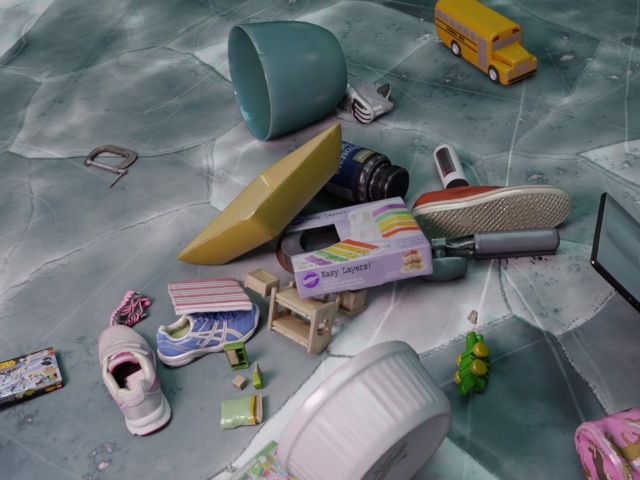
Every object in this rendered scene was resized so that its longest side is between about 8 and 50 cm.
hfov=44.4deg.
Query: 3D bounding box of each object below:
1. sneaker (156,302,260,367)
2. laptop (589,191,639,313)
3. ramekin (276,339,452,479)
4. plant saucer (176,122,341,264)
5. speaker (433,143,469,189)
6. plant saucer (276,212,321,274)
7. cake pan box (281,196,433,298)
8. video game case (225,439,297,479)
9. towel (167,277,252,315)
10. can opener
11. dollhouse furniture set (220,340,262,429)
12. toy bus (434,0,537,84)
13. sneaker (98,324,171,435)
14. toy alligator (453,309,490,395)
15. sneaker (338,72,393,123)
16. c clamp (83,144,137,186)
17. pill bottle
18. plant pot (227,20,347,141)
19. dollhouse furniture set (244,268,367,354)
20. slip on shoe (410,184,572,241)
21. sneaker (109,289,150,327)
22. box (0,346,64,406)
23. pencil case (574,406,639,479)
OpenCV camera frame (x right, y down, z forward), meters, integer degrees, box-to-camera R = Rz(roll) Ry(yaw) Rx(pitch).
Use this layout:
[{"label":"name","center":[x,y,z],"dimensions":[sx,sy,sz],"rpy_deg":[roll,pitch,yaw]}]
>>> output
[{"label":"sneaker","center":[-0.212,0.168,1.491],"dimensions":[0.211,0.081,0.080],"rpy_deg":[-24,41,-16]},{"label":"laptop","center":[0.659,0.045,1.215],"dimensions":[0.408,0.236,0.382],"rpy_deg":[45,28,2]},{"label":"ramekin","center":[0.078,0.288,1.167],"dimensions":[0.273,0.272,0.127],"rpy_deg":[-32,58,-23]},{"label":"plant saucer","center":[-0.111,-0.076,1.648],"dimensions":[0.333,0.081,0.332],"rpy_deg":[-25,21,53]},{"label":"speaker","center":[0.294,-0.157,1.766],"dimensions":[0.055,0.055,0.136],"rpy_deg":[-10,42,2]},{"label":"plant saucer","center":[0.000,0.000,1.668],"dimensions":[0.199,0.036,0.198],"rpy_deg":[-6,42,6]},{"label":"cake pan box","center":[0.060,0.010,1.524],"dimensions":[0.267,0.070,0.245],"rpy_deg":[-11,24,-2]},{"label":"video game case","center":[-0.088,0.432,1.211],"dimensions":[0.212,0.023,0.193],"rpy_deg":[-37,48,-27]},{"label":"towel","center":[-0.217,0.111,1.517],"dimensions":[0.144,0.029,0.197],"rpy_deg":[-4,12,-15]},{"label":"can opener","center":[0.327,0.033,1.551],"dimensions":[0.284,0.076,0.095],"rpy_deg":[-4,74,8]},{"label":"dollhouse furniture set","center":[-0.144,0.256,1.394],"dimensions":[0.076,0.058,0.151],"rpy_deg":[-9,41,3]},{"label":"toy bus","center":[0.442,-0.545,2.110],"dimensions":[0.108,0.130,0.332],"rpy_deg":[-24,43,-14]},{"label":"sneaker","center":[-0.348,0.228,1.430],"dimensions":[0.103,0.111,0.252],"rpy_deg":[-26,43,-16]},{"label":"toy alligator","center":[0.275,0.202,1.373],"dimensions":[0.051,0.056,0.189],"rpy_deg":[34,43,-13]},{"label":"sneaker","center":[0.114,-0.394,2.061],"dimensions":[0.132,0.086,0.228],"rpy_deg":[-22,52,-19]},{"label":"c clamp","center":[-0.550,-0.204,2.027],"dimensions":[0.161,0.022,0.137],"rpy_deg":[21,50,31]},{"label":"pill bottle","center":[0.083,-0.148,1.750],"dimensions":[0.219,0.122,0.123],"rpy_deg":[23,51,33]},{"label":"plant pot","center":[-0.073,-0.419,1.980],"dimensions":[0.235,0.293,0.293],"rpy_deg":[-17,41,-19]},{"label":"dollhouse furniture set","center":[-0.030,0.123,1.522],"dimensions":[0.182,0.101,0.161],"rpy_deg":[25,28,35]},{"label":"slip on shoe","center":[0.345,-0.070,1.616],"dimensions":[0.332,0.123,0.101],"rpy_deg":[-6,37,12]},{"label":"sneaker","center":[-0.382,0.151,1.581],"dimensions":[0.057,0.047,0.119],"rpy_deg":[13,47,9]},{"label":"box","center":[-0.567,0.261,1.491],"dimensions":[0.137,0.027,0.094],"rpy_deg":[-16,41,-20]},{"label":"pencil case","center":[0.566,0.289,1.131],"dimensions":[0.386,0.167,0.160],"rpy_deg":[-15,73,-5]}]
